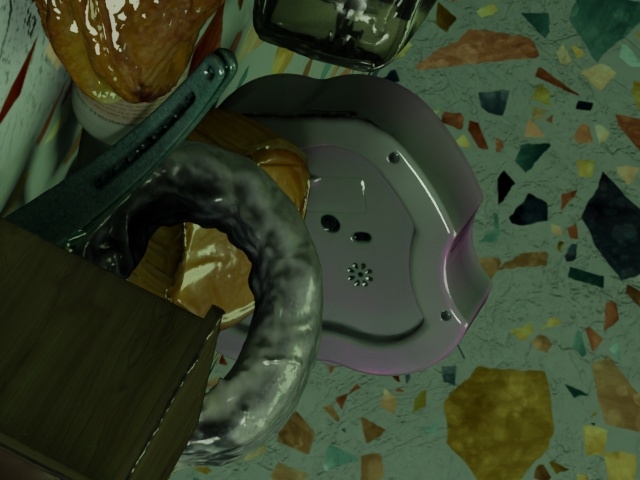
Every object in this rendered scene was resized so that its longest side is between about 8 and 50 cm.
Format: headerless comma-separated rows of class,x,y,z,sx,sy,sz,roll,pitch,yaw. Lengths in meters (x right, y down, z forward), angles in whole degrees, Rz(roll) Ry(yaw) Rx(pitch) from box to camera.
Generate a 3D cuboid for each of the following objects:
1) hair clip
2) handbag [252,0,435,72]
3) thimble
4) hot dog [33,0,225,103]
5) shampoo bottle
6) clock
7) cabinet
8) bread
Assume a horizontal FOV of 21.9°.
hair clip,-0.122,-0.057,1.050,0.229,0.039,0.070,-39,170,34
handbag,0.067,-0.345,1.498,0.325,0.162,0.327,-63,170,-68
thimble,-0.105,0.051,1.255,0.157,0.217,0.245,82,4,-77
hot dog,-0.064,-0.203,0.919,0.272,0.122,0.196,-48,-178,22
shampoo bottle,-0.130,-0.092,1.102,0.074,0.074,0.192,-61,175,-34
clock,0.000,0.000,1.648,0.338,0.338,0.102,-66,173,32
cabinet,-0.174,0.097,1.043,0.148,0.175,0.215,-61,175,-27
bread,-0.100,-0.021,1.511,0.199,0.104,0.199,-36,143,-33
